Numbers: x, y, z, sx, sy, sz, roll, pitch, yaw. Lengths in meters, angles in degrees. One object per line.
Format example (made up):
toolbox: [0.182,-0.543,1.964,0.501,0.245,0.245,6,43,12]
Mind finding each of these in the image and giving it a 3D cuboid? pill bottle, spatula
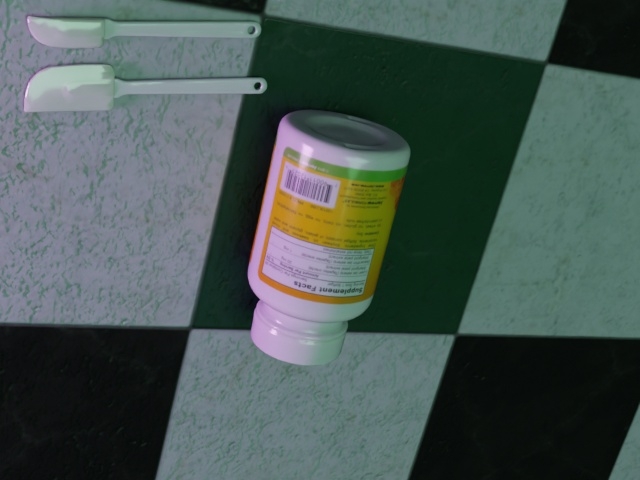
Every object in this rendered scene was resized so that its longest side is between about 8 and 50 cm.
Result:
pill bottle: [0.000,0.000,1.144,0.136,0.136,0.246,2,114,-27]
spatula: [-0.156,-0.202,1.035,0.242,0.019,0.168,-5,117,-23]
